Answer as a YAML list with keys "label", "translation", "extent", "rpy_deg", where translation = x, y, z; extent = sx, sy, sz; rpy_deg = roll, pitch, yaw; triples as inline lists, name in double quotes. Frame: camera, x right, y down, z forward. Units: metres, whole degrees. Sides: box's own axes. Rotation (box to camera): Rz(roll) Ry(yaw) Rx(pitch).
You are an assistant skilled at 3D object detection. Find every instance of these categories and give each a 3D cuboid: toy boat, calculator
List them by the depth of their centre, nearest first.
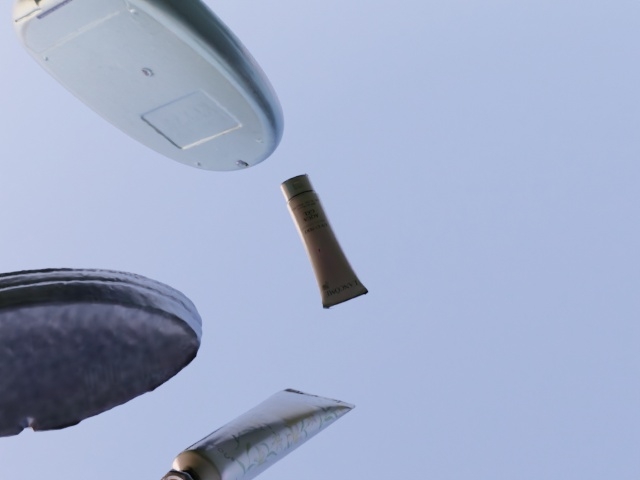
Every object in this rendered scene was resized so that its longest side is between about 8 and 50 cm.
- label: "calculator"
  translation: [-0.153, -0.154, 0.992]
  extent: [0.184, 0.295, 0.042]
  rpy_deg: [-15, -136, 43]
- label: "toy boat"
  translation: [-0.233, 0.090, 1.022]
  extent: [0.282, 0.127, 0.078]
  rpy_deg: [-7, -163, -22]

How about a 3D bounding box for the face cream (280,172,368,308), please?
- label: "face cream"
  translation: [0.000, 0.000, 0.953]
  extent: [0.038, 0.020, 0.115]
  rpy_deg: [-20, -111, -7]

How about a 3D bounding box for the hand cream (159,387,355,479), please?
- label: "hand cream"
  translation: [-0.047, 0.142, 0.866]
  extent: [0.067, 0.042, 0.194]
  rpy_deg: [4, -164, 29]
